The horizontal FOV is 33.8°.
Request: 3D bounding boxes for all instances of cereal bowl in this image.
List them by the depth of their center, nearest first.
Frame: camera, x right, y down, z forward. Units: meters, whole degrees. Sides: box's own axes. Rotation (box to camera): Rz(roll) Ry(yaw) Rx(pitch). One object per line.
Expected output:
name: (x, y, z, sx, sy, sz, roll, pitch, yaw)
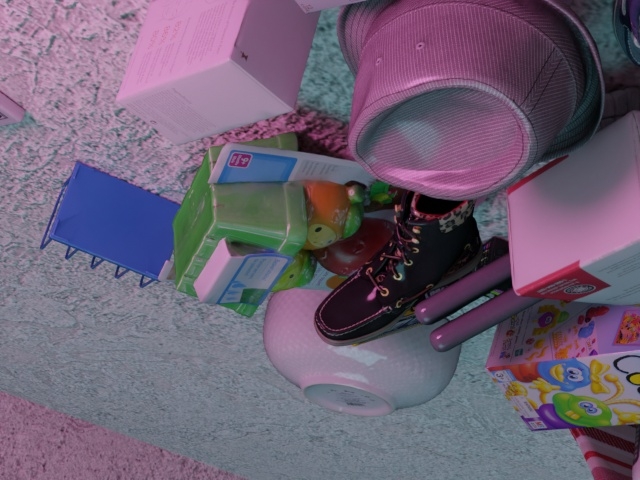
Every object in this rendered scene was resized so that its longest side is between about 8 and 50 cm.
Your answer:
cereal bowl: (0.060, 0.204, 1.775, 0.339, 0.141, 0.339, 10, 154, 5)

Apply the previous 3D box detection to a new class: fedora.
fedora: (0.113, -0.119, 0.944, 0.275, 0.124, 0.243, -5, 135, 44)

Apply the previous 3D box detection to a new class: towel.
towel: (0.483, 0.330, 1.667, 0.237, 0.329, 0.037, 24, 114, -20)

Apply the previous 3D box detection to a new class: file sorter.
file sorter: (-0.304, -0.015, 1.526, 0.170, 0.118, 0.104, 24, 156, -21)

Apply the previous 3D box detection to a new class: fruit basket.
fruit basket: (0.000, 0.000, 1.343, 0.353, 0.165, 0.327, 11, 148, -19)

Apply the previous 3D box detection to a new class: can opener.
can opener: (0.246, 0.042, 1.238, 0.280, 0.074, 0.093, -30, 169, 6)

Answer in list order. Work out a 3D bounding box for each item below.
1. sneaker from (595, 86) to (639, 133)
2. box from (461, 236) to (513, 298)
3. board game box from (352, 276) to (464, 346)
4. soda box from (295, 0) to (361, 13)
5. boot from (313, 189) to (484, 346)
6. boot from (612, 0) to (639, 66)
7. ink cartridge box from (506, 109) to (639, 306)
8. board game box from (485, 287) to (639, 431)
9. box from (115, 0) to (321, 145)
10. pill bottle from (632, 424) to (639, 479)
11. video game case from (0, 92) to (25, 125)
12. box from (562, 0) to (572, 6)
sneaker: (0.253, -0.122, 1.056, 0.167, 0.065, 0.076, 6, 171, -23)
box: (0.240, 0.040, 1.440, 0.062, 0.052, 0.083, 19, 154, -16)
board game box: (0.135, 0.092, 1.510, 0.170, 0.048, 0.141, -15, 167, -25)
soda box: (-0.032, -0.285, 0.868, 0.069, 0.074, 0.216, -4, 150, 33)
boot: (0.088, 0.015, 1.224, 0.236, 0.085, 0.178, -30, 152, -11)
boot: (0.282, -0.187, 0.902, 0.069, 0.086, 0.190, 5, 154, 18)
ink cartridge box: (0.378, -0.017, 1.077, 0.306, 0.131, 0.226, 4, 160, -23)
board game box: (0.373, 0.136, 1.325, 0.275, 0.144, 0.142, -12, 129, 38)
box: (-0.101, -0.185, 1.047, 0.170, 0.130, 0.091, -9, 146, 41)
pill bottle: (0.532, 0.279, 1.478, 0.176, 0.318, 0.176, 11, 154, 5)
video game case: (-0.505, -0.198, 1.354, 0.173, 0.022, 0.190, -5, 150, 34)
box: (0.145, -0.205, 0.990, 0.145, 0.038, 0.186, 12, 156, 0)
